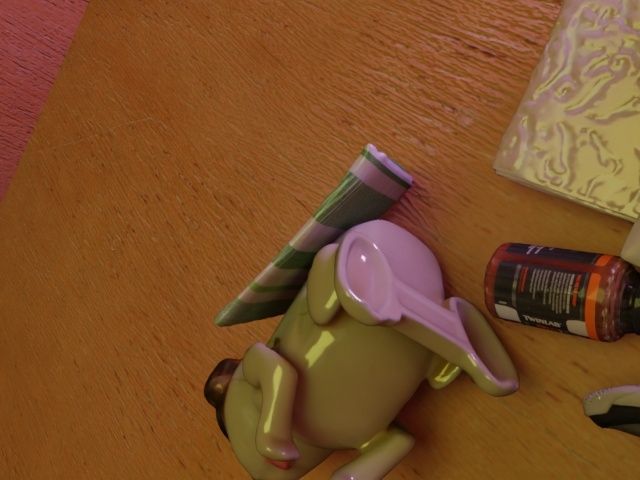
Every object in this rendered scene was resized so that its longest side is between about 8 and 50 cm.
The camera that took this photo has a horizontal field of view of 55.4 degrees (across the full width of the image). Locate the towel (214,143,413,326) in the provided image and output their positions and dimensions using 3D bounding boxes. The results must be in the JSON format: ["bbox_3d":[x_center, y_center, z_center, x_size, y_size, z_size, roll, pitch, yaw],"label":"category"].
[{"bbox_3d":[0.000,0.000,0.920,0.325,0.248,0.038,-46,76,11],"label":"towel"}]

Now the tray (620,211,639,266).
[{"bbox_3d":[0.445,-0.075,0.639,0.145,0.030,0.270,28,98,29],"label":"tray"}]

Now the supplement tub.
[{"bbox_3d":[0.310,0.064,0.748,0.198,0.106,0.106,9,86,43],"label":"supplement tub"}]

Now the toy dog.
[{"bbox_3d":[-0.003,0.175,0.882,0.408,0.285,0.395,-49,31,23],"label":"toy dog"}]

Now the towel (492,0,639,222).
[{"bbox_3d":[0.412,-0.185,0.734,0.317,0.053,0.331,28,100,34],"label":"towel"}]

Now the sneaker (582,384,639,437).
[{"bbox_3d":[0.400,0.225,0.603,0.269,0.101,0.153,-4,76,38],"label":"sneaker"}]
